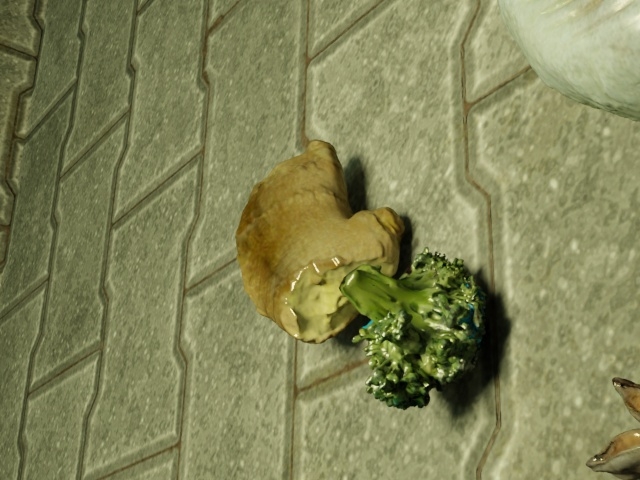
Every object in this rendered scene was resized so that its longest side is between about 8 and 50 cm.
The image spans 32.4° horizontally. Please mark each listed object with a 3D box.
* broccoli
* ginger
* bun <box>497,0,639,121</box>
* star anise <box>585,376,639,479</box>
[{"bbox_3d":[0.086,0.077,1.096,0.167,0.160,0.154,-54,12,-4],"label":"broccoli"},{"bbox_3d":[0.000,0.000,1.315,0.221,0.130,0.275,-26,52,38],"label":"ginger"},{"bbox_3d":[0.303,-0.258,0.866,0.362,0.211,0.362,-34,49,50],"label":"bun"},{"bbox_3d":[0.290,0.150,0.821,0.182,0.065,0.195,-53,31,20],"label":"star anise"}]
